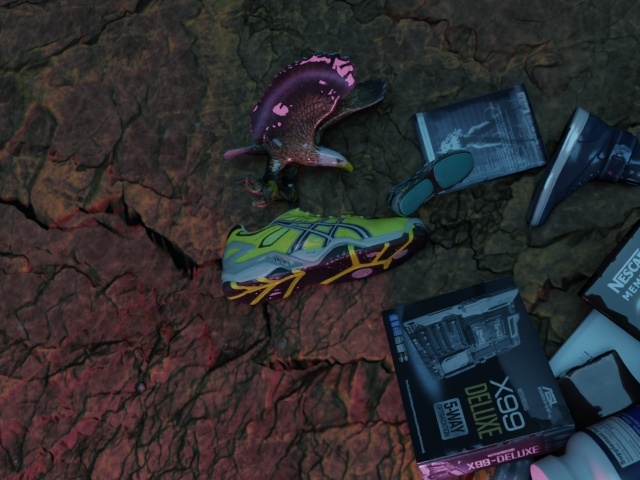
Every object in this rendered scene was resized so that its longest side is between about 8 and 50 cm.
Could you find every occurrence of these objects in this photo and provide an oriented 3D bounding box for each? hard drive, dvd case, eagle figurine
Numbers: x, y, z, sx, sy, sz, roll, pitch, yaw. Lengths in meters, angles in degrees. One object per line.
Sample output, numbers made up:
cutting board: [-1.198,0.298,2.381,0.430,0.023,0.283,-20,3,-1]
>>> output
hard drive: [0.539,0.187,1.242,0.203,0.040,0.307,40,98,14]
dvd case: [0.298,-0.189,1.384,0.221,0.018,0.164,-15,79,6]
eagle figurine: [-0.025,-0.202,1.350,0.225,0.226,0.298,19,102,-23]

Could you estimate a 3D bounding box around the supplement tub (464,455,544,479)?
supplement tub: [0.378,0.463,1.168,0.316,0.193,0.193,24,85,12]

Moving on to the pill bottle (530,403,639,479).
pill bottle: [0.448,0.323,1.045,0.265,0.153,0.153,-23,77,-3]

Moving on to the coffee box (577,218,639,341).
coffee box: [0.578,0.114,1.151,0.297,0.119,0.168,38,99,14]

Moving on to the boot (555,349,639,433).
boot: [0.522,0.269,1.175,0.249,0.090,0.206,-27,83,17]

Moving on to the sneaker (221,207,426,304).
sneaker: [0.000,0.000,1.344,0.385,0.145,0.147,-12,64,1]

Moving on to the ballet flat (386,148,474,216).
ballet flat: [0.195,-0.113,1.343,0.188,0.070,0.070,-33,75,-19]

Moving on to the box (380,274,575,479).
box: [0.250,0.221,1.216,0.243,0.076,0.307,-16,45,7]

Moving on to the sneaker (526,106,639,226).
sneaker: [0.478,-0.101,1.305,0.164,0.086,0.226,26,97,4]
